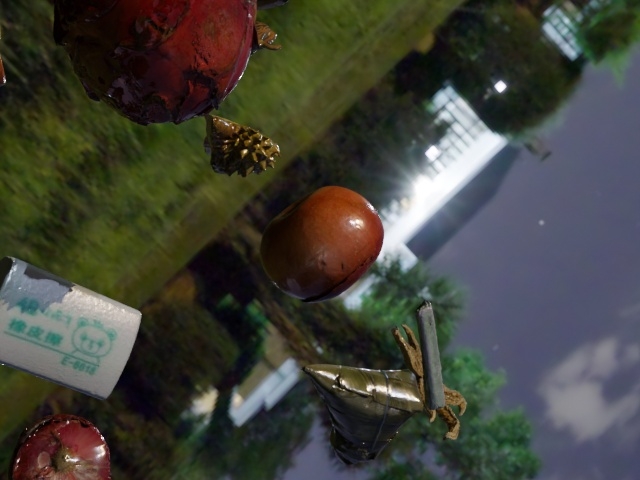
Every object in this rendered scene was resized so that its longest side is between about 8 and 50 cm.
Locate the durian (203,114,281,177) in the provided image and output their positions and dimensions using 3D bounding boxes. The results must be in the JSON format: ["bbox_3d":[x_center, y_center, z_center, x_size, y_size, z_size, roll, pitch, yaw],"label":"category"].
[{"bbox_3d":[-0.148,-0.150,1.618,0.078,0.140,0.224,-69,161,-5],"label":"durian"}]

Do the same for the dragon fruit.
[{"bbox_3d":[-0.231,-0.311,1.373,0.295,0.302,0.296,-4,-151,2],"label":"dragon fruit"}]

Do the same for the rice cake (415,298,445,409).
[{"bbox_3d":[0.186,0.198,1.689,0.033,0.208,0.033,-15,-157,-13],"label":"rice cake"}]

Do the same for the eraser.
[{"bbox_3d":[-0.499,0.166,1.852,0.104,0.290,0.189,1,-112,53],"label":"eraser"}]

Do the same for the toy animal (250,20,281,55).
[{"bbox_3d":[-0.151,-0.361,1.740,0.241,0.057,0.099,15,-136,36],"label":"toy animal"}]

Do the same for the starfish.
[{"bbox_3d":[0.240,0.326,2.281,0.060,0.302,0.299,-36,162,18],"label":"starfish"}]

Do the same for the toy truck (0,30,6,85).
[{"bbox_3d":[-0.671,-0.372,1.735,0.204,0.212,0.288,-14,145,-17],"label":"toy truck"}]

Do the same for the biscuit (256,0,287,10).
[{"bbox_3d":[-0.061,-0.621,2.039,0.359,0.046,0.359,-28,-135,32],"label":"biscuit"}]

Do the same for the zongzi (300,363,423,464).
[{"bbox_3d":[0.037,0.355,2.031,0.251,0.274,0.125,-59,-149,34],"label":"zongzi"}]

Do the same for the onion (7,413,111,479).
[{"bbox_3d":[-0.446,0.395,1.711,0.184,0.184,0.147,-45,170,-14],"label":"onion"}]

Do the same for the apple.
[{"bbox_3d":[0.000,0.000,2.156,0.272,0.206,0.251,-27,-158,38],"label":"apple"}]
